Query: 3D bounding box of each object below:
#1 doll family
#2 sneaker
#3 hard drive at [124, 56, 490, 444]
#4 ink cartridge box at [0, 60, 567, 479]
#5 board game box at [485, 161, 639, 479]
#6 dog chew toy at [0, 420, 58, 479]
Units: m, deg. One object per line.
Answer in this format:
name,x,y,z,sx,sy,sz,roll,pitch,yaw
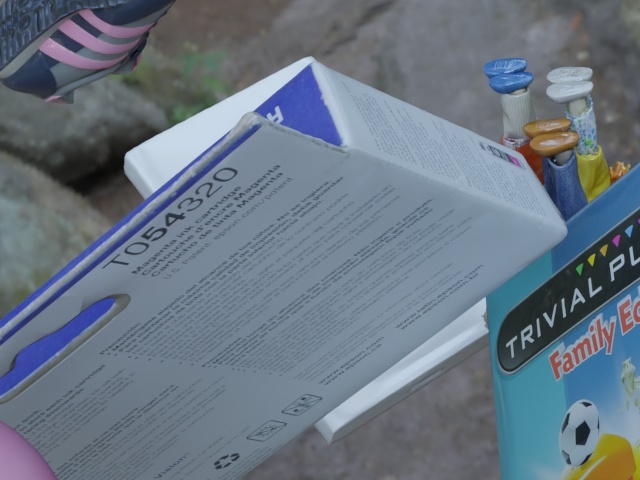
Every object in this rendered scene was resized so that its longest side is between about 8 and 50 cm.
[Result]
doll family,0.182,-0.020,1.229,0.118,0.163,0.263,-6,29,15
sneaker,-0.210,-0.236,1.745,0.319,0.131,0.112,-21,55,35
hard drive,0.000,0.000,1.444,0.203,0.040,0.307,-30,68,-22
ink cartridge box,-0.072,0.042,0.858,0.324,0.071,0.330,-38,-26,20
board game box,0.196,0.119,0.881,0.254,0.079,0.336,-44,39,47
dog chew toy,-0.064,0.180,0.498,0.206,0.332,0.206,-45,-7,-7
